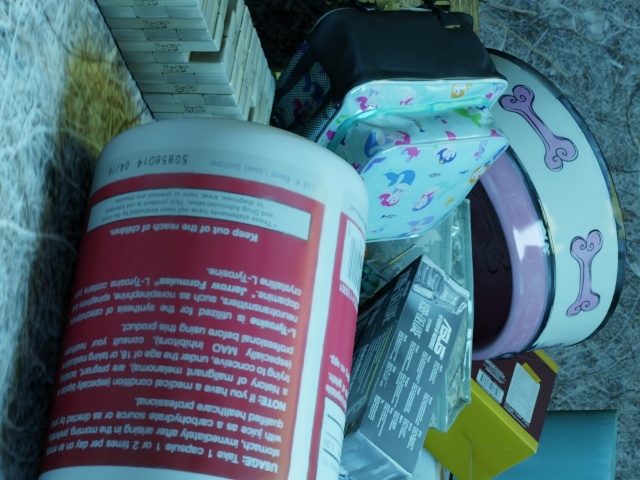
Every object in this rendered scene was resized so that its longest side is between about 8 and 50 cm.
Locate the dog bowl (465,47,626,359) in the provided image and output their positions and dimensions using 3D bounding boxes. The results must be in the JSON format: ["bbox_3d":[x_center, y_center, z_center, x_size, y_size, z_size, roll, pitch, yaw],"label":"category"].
[{"bbox_3d":[0.190,-0.029,2.092,0.150,0.408,0.408,-23,125,-30],"label":"dog bowl"}]

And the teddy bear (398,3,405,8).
[{"bbox_3d":[0.065,-0.296,2.229,0.245,0.113,0.338,56,38,-67],"label":"teddy bear"}]

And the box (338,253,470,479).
[{"bbox_3d":[0.026,0.182,1.723,0.242,0.076,0.307,-42,-166,34],"label":"box"}]

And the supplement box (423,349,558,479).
[{"bbox_3d":[0.208,0.199,2.303,0.191,0.129,0.194,44,36,-13],"label":"supplement box"}]

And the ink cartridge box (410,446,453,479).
[{"bbox_3d":[0.124,0.340,2.517,0.279,0.160,0.385,-71,160,-51],"label":"ink cartridge box"}]

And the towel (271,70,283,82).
[{"bbox_3d":[-0.042,-0.163,1.978,0.113,0.023,0.152,-74,160,-54],"label":"towel"}]

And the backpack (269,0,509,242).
[{"bbox_3d":[0.050,-0.103,1.658,0.253,0.225,0.191,-45,-121,47],"label":"backpack"}]

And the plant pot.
[{"bbox_3d":[0.321,0.393,2.502,0.293,0.235,0.293,4,90,-78],"label":"plant pot"}]

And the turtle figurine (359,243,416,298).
[{"bbox_3d":[0.000,0.000,1.804,0.234,0.118,0.175,0,56,-46],"label":"turtle figurine"}]

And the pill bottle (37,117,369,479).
[{"bbox_3d":[-0.094,0.129,1.286,0.229,0.229,0.408,65,31,-66],"label":"pill bottle"}]

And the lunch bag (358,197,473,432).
[{"bbox_3d":[0.057,0.062,1.964,0.169,0.235,0.287,-33,125,-69],"label":"lunch bag"}]

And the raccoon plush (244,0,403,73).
[{"bbox_3d":[-0.064,-0.262,1.643,0.446,0.216,0.299,-21,131,-47],"label":"raccoon plush"}]

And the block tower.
[{"bbox_3d":[-0.119,-0.189,1.431,0.335,0.091,0.097,70,24,-60],"label":"block tower"}]
